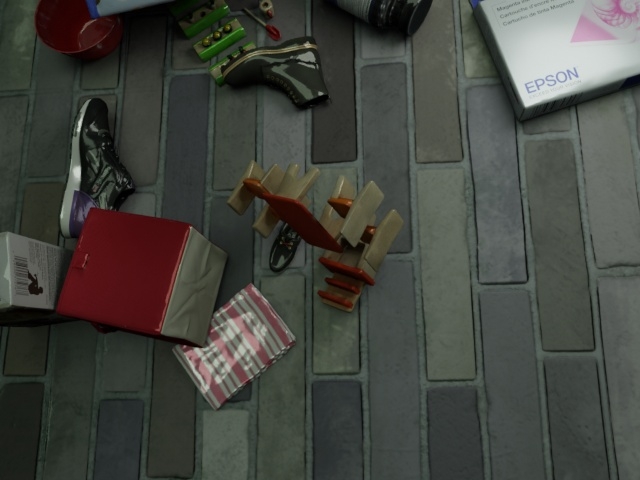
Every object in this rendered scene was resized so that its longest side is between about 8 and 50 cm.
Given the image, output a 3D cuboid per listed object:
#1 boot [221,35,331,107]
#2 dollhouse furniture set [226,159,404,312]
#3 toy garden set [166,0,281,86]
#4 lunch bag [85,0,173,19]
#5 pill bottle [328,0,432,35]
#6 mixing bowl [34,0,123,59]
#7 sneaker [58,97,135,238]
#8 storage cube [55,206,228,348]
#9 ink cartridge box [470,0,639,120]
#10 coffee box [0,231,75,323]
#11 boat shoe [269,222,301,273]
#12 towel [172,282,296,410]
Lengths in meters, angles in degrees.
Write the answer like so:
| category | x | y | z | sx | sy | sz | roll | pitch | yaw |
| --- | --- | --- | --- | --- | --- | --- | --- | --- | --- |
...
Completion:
| category | x | y | z | sx | sy | sz | roll | pitch | yaw |
| --- | --- | --- | --- | --- | --- | --- | --- | --- | --- |
| boot | -0.085 | -0.308 | 1.150 | 0.198 | 0.077 | 0.137 | -19 | 80 | 4 |
| dollhouse furniture set | 0.000 | 0.000 | 0.960 | 0.262 | 0.259 | 0.135 | 16 | 69 | 40 |
| toy garden set | -0.190 | -0.474 | 1.210 | 0.204 | 0.049 | 0.244 | -33 | 75 | -1 |
| lunch bag | -0.341 | -0.630 | 1.125 | 0.328 | 0.239 | 0.385 | -16 | 45 | -13 |
| pill bottle | 0.103 | -0.491 | 1.139 | 0.219 | 0.123 | 0.123 | 33 | 83 | 13 |
| mixing bowl | -0.482 | -0.446 | 1.217 | 0.181 | 0.098 | 0.181 | -2 | 76 | 8 |
| sneaker | -0.421 | -0.136 | 1.151 | 0.124 | 0.107 | 0.283 | 5 | 81 | -6 |
| storage cube | -0.298 | 0.067 | 1.018 | 0.193 | 0.183 | 0.215 | 10 | 75 | 14 |
| ink cartridge box | 0.476 | -0.426 | 1.104 | 0.324 | 0.071 | 0.330 | -18 | 77 | 3 |
| coffee box | -0.513 | 0.078 | 0.997 | 0.168 | 0.297 | 0.119 | -9 | 79 | 4 |
| boat shoe | -0.061 | -0.002 | 1.089 | 0.049 | 0.042 | 0.133 | 26 | 83 | 10 |
| towel | -0.159 | 0.191 | 1.063 | 0.197 | 0.029 | 0.144 | -40 | 74 | -3 |
